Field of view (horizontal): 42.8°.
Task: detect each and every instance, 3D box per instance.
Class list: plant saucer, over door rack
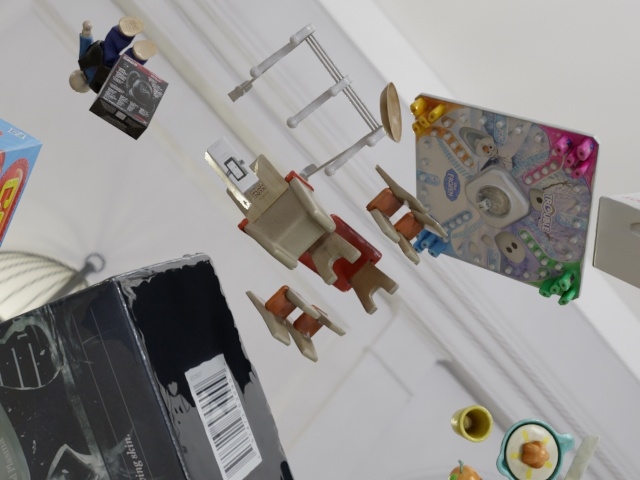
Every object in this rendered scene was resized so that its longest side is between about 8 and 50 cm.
[{"bbox_3d":[0.094,-0.172,1.104,0.015,0.083,0.083,-5,-46,18],"label":"plant saucer"},{"bbox_3d":[-0.043,-0.227,1.512,0.239,0.108,0.324,53,-29,-9],"label":"over door rack"}]

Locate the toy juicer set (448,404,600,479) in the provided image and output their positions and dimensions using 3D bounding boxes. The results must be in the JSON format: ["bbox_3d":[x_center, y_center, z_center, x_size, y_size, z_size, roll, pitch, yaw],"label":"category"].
[{"bbox_3d":[0.395,0.445,1.554,0.329,0.209,0.089,15,-14,-14],"label":"toy juicer set"}]

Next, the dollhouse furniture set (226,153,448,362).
[{"bbox_3d":[0.000,0.000,1.105,0.135,0.262,0.259,50,7,39],"label":"dollhouse furniture set"}]

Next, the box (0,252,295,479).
[{"bbox_3d":[-0.328,0.327,1.158,0.471,0.297,0.480,-22,-92,18],"label":"box"}]

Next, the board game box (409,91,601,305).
[{"bbox_3d":[0.353,-0.079,1.662,0.390,0.050,0.390,21,-46,32],"label":"board game box"}]

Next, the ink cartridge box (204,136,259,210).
[{"bbox_3d":[-0.101,-0.079,0.976,0.083,0.028,0.048,51,-12,-2],"label":"ink cartridge box"}]

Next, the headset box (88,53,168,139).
[{"bbox_3d":[-0.212,-0.164,0.915,0.062,0.083,0.032,32,-42,-22],"label":"headset box"}]

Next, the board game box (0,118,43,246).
[{"bbox_3d":[-0.378,0.049,0.654,0.086,0.308,0.302,27,13,0],"label":"board game box"}]

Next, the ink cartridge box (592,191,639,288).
[{"bbox_3d":[0.623,0.001,1.281,0.223,0.307,0.129,-143,-130,-62],"label":"ink cartridge box"}]

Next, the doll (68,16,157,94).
[{"bbox_3d":[-0.320,-0.269,1.217,0.189,0.046,0.129,-21,-78,45],"label":"doll"}]
